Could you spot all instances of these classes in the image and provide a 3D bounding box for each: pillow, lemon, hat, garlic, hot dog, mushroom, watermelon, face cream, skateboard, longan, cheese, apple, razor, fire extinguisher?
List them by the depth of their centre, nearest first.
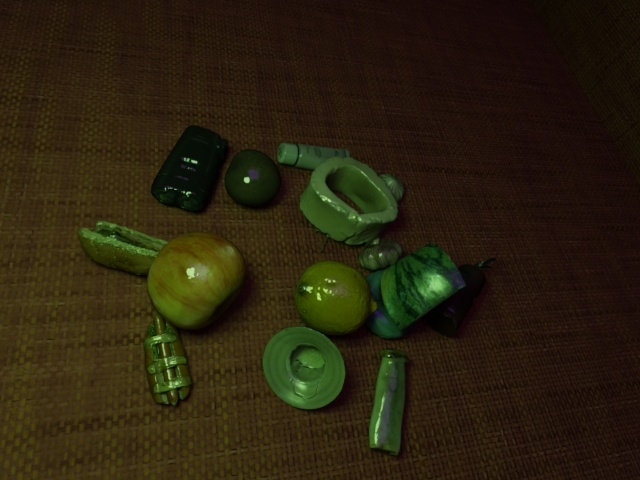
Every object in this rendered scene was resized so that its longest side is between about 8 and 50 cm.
[{"bbox_3d":[-0.433,0.328,1.262,0.110,0.072,0.269,-9,65,-25],"label":"hot dog"},{"bbox_3d":[-0.356,0.111,1.299,0.233,0.286,0.286,38,57,6],"label":"apple"},{"bbox_3d":[-0.037,0.357,1.343,0.252,0.252,0.110,41,14,8],"label":"hat"},{"bbox_3d":[0.209,0.480,1.381,0.100,0.081,0.311,15,61,-5],"label":"mushroom"},{"bbox_3d":[0.046,0.183,1.408,0.254,0.228,0.228,28,56,-4],"label":"lemon"},{"bbox_3d":[0.345,0.150,1.476,0.201,0.262,0.212,19,41,-52],"label":"watermelon"},{"bbox_3d":[0.230,0.215,1.531,0.214,0.086,0.233,-34,75,-26],"label":"pillow"},{"bbox_3d":[-0.445,-0.252,1.575,0.189,0.107,0.326,19,56,-6],"label":"razor"},{"bbox_3d":[-0.236,-0.214,1.578,0.198,0.198,0.212,4,52,-16],"label":"longan"},{"bbox_3d":[0.210,0.044,1.600,0.159,0.147,0.101,-17,104,2],"label":"garlic"},{"bbox_3d":[0.512,0.182,1.620,0.114,0.136,0.337,53,55,-14],"label":"fire extinguisher"},{"bbox_3d":[0.000,0.000,1.623,0.064,0.032,0.083,17,54,4],"label":"skateboard"},{"bbox_3d":[0.106,-0.136,1.647,0.332,0.153,0.292,41,49,11],"label":"cheese"},{"bbox_3d":[-0.014,-0.321,1.783,0.315,0.089,0.143,5,59,-28],"label":"face cream"}]

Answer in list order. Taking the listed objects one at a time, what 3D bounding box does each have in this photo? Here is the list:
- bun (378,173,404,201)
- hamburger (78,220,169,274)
[{"bbox_3d":[0.275,-0.215,1.800,0.138,0.094,0.138,10,56,-16],"label":"bun"},{"bbox_3d":[-0.586,0.034,1.350,0.262,0.130,0.124,20,22,0],"label":"hamburger"}]
